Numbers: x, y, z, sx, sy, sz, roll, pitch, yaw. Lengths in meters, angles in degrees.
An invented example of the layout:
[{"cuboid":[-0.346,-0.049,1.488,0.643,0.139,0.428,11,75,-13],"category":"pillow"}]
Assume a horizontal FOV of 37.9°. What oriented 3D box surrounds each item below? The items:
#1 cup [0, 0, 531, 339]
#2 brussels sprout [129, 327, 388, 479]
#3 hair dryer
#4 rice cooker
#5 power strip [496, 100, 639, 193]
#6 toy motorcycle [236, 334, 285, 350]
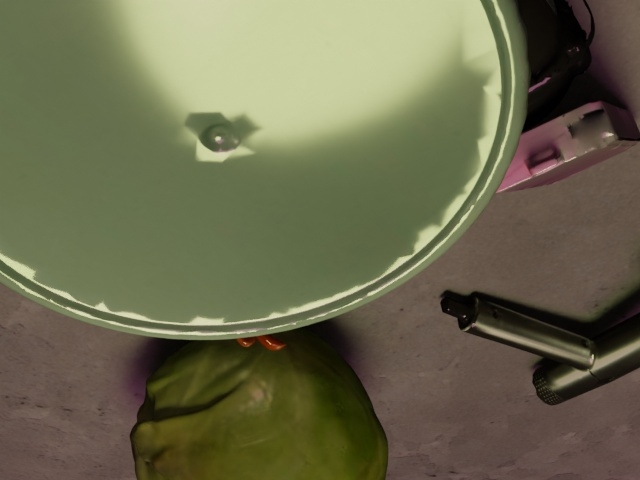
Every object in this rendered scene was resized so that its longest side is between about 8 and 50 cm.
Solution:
[{"cuboid":[-0.086,-0.200,0.484,0.310,0.392,0.401,-29,132,18],"category":"cup"},{"cuboid":[-0.070,0.260,1.156,0.328,0.328,0.247,-26,164,23],"category":"brussels sprout"},{"cuboid":[0.324,0.122,1.142,0.284,0.156,0.320,10,149,-36],"category":"hair dryer"},{"cuboid":[0.123,-0.149,0.770,0.203,0.142,0.118,-28,125,20],"category":"rice cooker"},{"cuboid":[0.221,-0.082,0.834,0.109,0.038,0.279,-26,175,24],"category":"power strip"},{"cuboid":[0.000,0.000,0.953,0.221,0.148,0.326,-5,150,-39],"category":"toy motorcycle"}]
